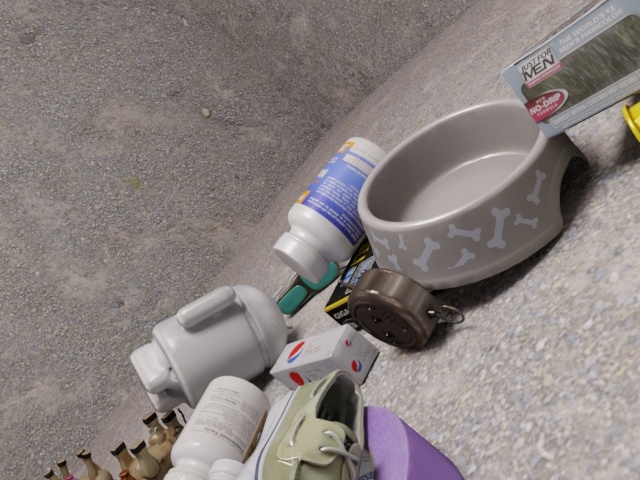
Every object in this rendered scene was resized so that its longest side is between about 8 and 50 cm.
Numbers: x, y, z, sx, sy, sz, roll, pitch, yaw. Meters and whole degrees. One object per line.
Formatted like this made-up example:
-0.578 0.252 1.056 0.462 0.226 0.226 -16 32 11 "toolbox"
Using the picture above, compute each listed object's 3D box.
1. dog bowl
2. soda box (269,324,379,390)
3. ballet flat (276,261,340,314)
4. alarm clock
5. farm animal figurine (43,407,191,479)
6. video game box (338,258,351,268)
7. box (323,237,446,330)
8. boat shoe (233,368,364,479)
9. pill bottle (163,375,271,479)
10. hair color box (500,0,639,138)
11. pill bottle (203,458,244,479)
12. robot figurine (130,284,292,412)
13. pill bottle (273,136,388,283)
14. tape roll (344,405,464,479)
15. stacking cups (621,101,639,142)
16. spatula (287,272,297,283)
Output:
0.210 -0.085 0.904 0.348 0.102 0.349 -28 27 16 "dog bowl"
0.001 0.207 1.024 0.216 0.074 0.069 -31 22 54 "soda box"
-0.031 0.100 1.466 0.213 0.072 0.068 -43 11 27 "ballet flat"
0.116 0.101 0.850 0.192 0.129 0.064 -4 44 43 "alarm clock"
-0.384 0.499 1.253 0.326 0.172 0.330 -35 17 -36 "farm animal figurine"
0.079 -0.015 1.485 0.187 0.048 0.205 -29 23 54 "video game box"
0.161 -0.002 1.106 0.257 0.079 0.322 -37 17 49 "box"
-0.009 0.210 0.573 0.094 0.109 0.302 -44 10 12 "boat shoe"
-0.185 0.365 1.055 0.131 0.131 0.229 -38 16 39 "pill bottle"
0.423 -0.293 0.798 0.374 0.114 0.185 -38 4 -33 "hair color box"
-0.159 0.417 0.873 0.103 0.103 0.184 -40 15 35 "pill bottle"
-0.220 0.224 1.303 0.353 0.200 0.300 -26 -40 -22 "robot figurine"
0.033 -0.055 1.174 0.272 0.152 0.152 -51 13 -13 "pill bottle"
0.020 0.310 0.617 0.275 0.090 0.275 -46 13 14 "tape roll"
0.475 -0.184 0.593 0.316 0.096 0.096 -34 19 35 "stacking cups"
0.000 0.000 1.533 0.242 0.019 0.168 -53 -3 11 "spatula"
